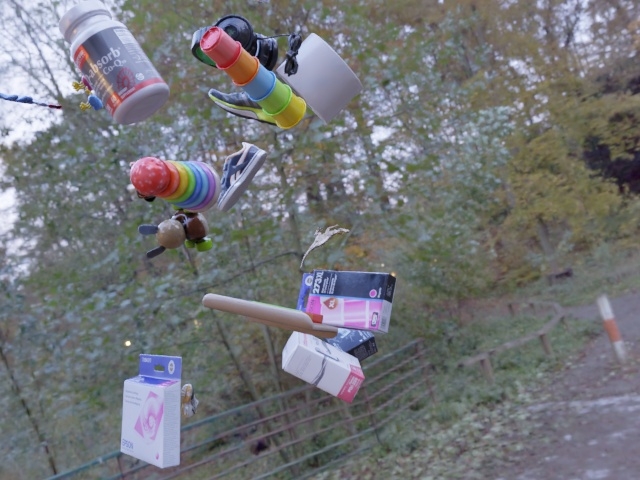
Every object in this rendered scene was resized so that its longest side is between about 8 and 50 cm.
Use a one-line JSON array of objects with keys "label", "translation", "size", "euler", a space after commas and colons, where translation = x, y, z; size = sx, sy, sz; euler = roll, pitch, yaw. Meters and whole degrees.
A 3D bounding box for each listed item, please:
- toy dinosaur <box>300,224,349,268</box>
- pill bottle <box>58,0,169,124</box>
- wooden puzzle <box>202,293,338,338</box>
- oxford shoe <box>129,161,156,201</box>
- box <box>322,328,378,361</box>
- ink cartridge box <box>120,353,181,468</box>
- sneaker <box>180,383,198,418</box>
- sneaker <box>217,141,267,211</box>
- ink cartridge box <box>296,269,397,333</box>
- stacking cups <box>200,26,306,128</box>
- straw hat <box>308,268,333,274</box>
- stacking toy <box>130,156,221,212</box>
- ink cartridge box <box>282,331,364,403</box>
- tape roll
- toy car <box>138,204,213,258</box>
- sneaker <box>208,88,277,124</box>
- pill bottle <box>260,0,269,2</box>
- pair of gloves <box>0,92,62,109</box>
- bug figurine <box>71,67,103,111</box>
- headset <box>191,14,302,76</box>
[{"label": "toy dinosaur", "translation": [0.000, 0.000, 1.672], "size": [0.183, 0.053, 0.093], "euler": [-36, 14, 17]}, {"label": "pill bottle", "translation": [-0.683, -0.584, 1.875], "size": [0.210, 0.363, 0.210], "euler": [-35, 1, 1]}, {"label": "wooden puzzle", "translation": [-0.090, 0.147, 1.137], "size": [0.220, 0.044, 0.239], "euler": [9, -12, 16]}, {"label": "oxford shoe", "translation": [-0.537, -0.183, 1.774], "size": [0.096, 0.098, 0.271], "euler": [1, -7, -8]}, {"label": "box", "translation": [0.110, 0.388, 2.181], "size": [0.158, 0.093, 0.156], "euler": [-27, 38, -14]}, {"label": "ink cartridge box", "translation": [-0.557, 0.544, 1.857], "size": [0.071, 0.330, 0.324], "euler": [5, -11, -40]}, {"label": "sneaker", "translation": [-0.294, 0.359, 1.285], "size": [0.032, 0.083, 0.037], "euler": [19, 19, 34]}, {"label": "sneaker", "translation": [-0.370, -0.279, 2.469], "size": [0.321, 0.127, 0.126], "euler": [-56, -9, -9]}, {"label": "ink cartridge box", "translation": [0.058, 0.187, 1.806], "size": [0.370, 0.176, 0.069], "euler": [-1, -19, 40]}, {"label": "stacking cups", "translation": [-0.153, -0.390, 1.355], "size": [0.096, 0.096, 0.316], "euler": [-19, -32, 24]}, {"label": "straw hat", "translation": [0.031, 0.139, 2.004], "size": [0.144, 0.144, 0.061], "euler": [-20, 21, 34]}, {"label": "stacking toy", "translation": [-0.369, -0.151, 1.420], "size": [0.141, 0.141, 0.330], "euler": [-18, -5, 10]}, {"label": "ink cartridge box", "translation": [0.005, 0.355, 1.634], "size": [0.217, 0.092, 0.158], "euler": [27, 6, -8]}, {"label": "tape roll", "translation": [-0.003, -0.526, 1.861], "size": [0.169, 0.246, 0.246], "euler": [-45, -9, 6]}, {"label": "toy car", "translation": [-0.437, -0.024, 1.671], "size": [0.188, 0.155, 0.149], "euler": [-26, 23, -32]}, {"label": "sneaker", "translation": [-0.241, -0.485, 1.982], "size": [0.299, 0.121, 0.111], "euler": [16, 4, 1]}, {"label": "pill bottle", "translation": [-0.229, -1.011, 2.136], "size": [0.119, 0.209, 0.119], "euler": [8, 21, -3]}, {"label": "pair of gloves", "translation": [-0.764, -0.361, 1.444], "size": [0.159, 0.023, 0.198], "euler": [14, 10, 19]}, {"label": "bug figurine", "translation": [-0.806, -0.606, 2.055], "size": [0.072, 0.279, 0.216], "euler": [14, -6, -1]}, {"label": "headset", "translation": [-0.226, -0.575, 1.770], "size": [0.394, 0.185, 0.243], "euler": [1, -6, 33]}]
